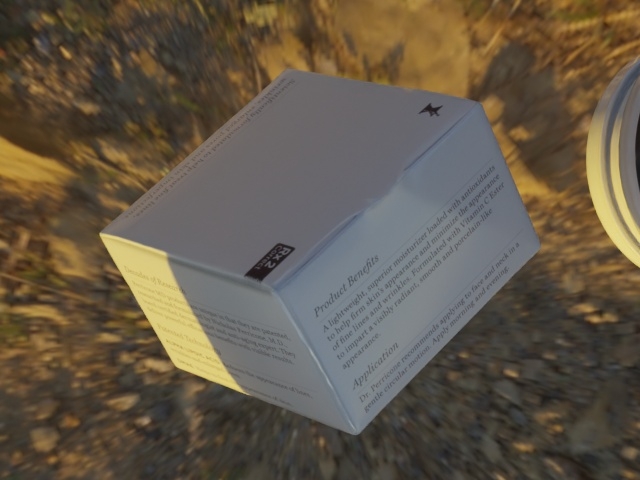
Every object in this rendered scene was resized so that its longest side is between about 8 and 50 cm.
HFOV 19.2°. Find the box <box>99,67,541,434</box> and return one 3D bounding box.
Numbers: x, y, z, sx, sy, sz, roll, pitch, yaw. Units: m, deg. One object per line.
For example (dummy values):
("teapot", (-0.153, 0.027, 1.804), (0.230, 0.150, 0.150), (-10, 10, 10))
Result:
("box", (0.000, 0.000, 1.150), (0.181, 0.182, 0.119), (-43, 125, -25))

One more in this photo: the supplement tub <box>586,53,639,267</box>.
("supplement tub", (0.305, -0.056, 1.163), (0.191, 0.272, 0.191), (1, 88, -23))
